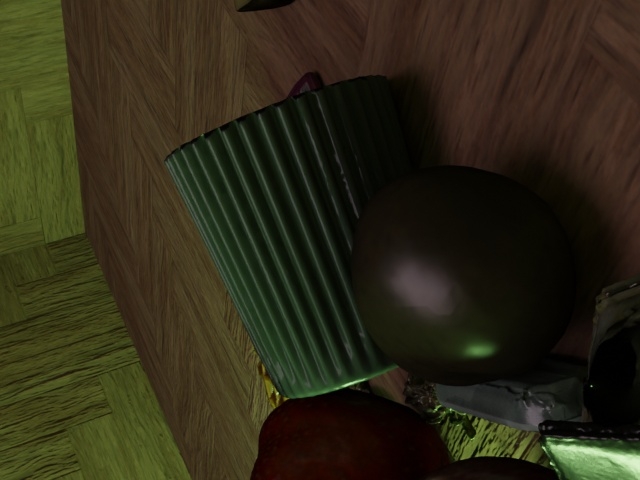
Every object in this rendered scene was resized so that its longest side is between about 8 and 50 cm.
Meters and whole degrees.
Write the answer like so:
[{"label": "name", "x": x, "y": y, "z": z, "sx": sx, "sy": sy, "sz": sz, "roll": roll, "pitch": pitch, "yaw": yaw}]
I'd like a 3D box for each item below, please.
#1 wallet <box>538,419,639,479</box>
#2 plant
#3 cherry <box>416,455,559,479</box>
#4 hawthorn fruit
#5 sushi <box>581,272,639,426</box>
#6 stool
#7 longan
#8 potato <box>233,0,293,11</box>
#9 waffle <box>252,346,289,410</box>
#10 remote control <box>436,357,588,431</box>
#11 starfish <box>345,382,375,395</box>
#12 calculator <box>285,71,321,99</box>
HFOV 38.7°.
[{"label": "wallet", "x": 0.298, "y": 0.187, "z": 0.701, "sx": 0.244, "sy": 0.025, "sz": 0.124, "roll": -7, "pitch": 129, "yaw": 35}, {"label": "plant", "x": 0.170, "y": 0.198, "z": 1.179, "sx": 0.122, "sy": 0.104, "sz": 0.116, "roll": 52, "pitch": -158, "yaw": -20}, {"label": "cherry", "x": 0.204, "y": 0.399, "z": 0.936, "sx": 0.335, "sy": 0.291, "sz": 0.326, "roll": 22, "pitch": 109, "yaw": 45}, {"label": "hawthorn fruit", "x": 0.073, "y": 0.330, "z": 1.180, "sx": 0.287, "sy": 0.330, "sz": 0.287, "roll": -8, "pitch": -90, "yaw": -74}, {"label": "sushi", "x": 0.285, "y": 0.146, "z": 0.814, "sx": 0.109, "sy": 0.134, "sz": 0.273, "roll": -113, "pitch": 3, "yaw": -51}, {"label": "stool", "x": 0.000, "y": 0.000, "z": 1.145, "sx": 0.297, "sy": 0.297, "sz": 0.330, "roll": -15, "pitch": 96, "yaw": 68}, {"label": "longan", "x": 0.142, "y": 0.038, "z": 0.914, "sx": 0.246, "sy": 0.215, "sz": 0.246, "roll": 53, "pitch": 177, "yaw": 4}, {"label": "potato", "x": -0.086, "y": -0.395, "z": 1.338, "sx": 0.096, "sy": 0.066, "sz": 0.103, "roll": 0, "pitch": 102, "yaw": 52}, {"label": "waffle", "x": -0.055, "y": 0.258, "z": 1.732, "sx": 0.302, "sy": 0.068, "sz": 0.325, "roll": 59, "pitch": 153, "yaw": 30}, {"label": "remote control", "x": 0.209, "y": 0.159, "z": 0.988, "sx": 0.247, "sy": 0.104, "sz": 0.052, "roll": -1, "pitch": 106, "yaw": 67}, {"label": "starfish", "x": 0.056, "y": 0.285, "z": 1.498, "sx": 0.208, "sy": 0.053, "sz": 0.176, "roll": 48, "pitch": 138, "yaw": 44}, {"label": "calculator", "x": -0.024, "y": -0.167, "z": 1.401, "sx": 0.190, "sy": 0.034, "sz": 0.127, "roll": -37, "pitch": 71, "yaw": 61}]
